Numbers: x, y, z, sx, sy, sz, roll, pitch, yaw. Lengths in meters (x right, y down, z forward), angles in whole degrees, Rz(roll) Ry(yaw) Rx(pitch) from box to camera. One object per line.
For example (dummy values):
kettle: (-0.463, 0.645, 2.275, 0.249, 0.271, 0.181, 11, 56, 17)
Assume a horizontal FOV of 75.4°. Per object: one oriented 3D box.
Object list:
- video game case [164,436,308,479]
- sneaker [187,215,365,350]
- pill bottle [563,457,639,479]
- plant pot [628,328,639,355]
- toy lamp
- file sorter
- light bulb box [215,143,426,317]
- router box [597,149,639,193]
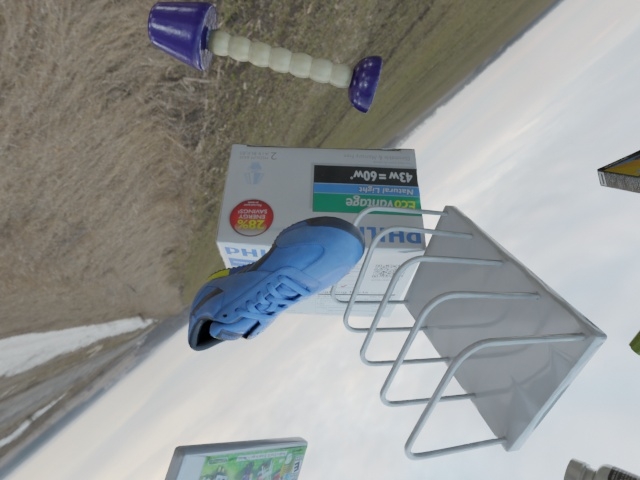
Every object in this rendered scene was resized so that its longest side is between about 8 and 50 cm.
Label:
video game case: (-0.114, 0.343, 0.503, 0.023, 0.212, 0.193, 10, -101, 41)
sneaker: (-0.047, 0.051, 0.372, 0.209, 0.069, 0.082, -27, -149, 34)
pill bottle: (0.875, 0.749, 1.166, 0.319, 0.176, 0.176, 7, -139, 46)
plant pot: (0.899, 0.277, 1.139, 0.083, 0.083, 0.079, -45, 162, -55)
toy lamp: (-0.066, -0.227, 0.509, 0.080, 0.275, 0.080, -166, -90, -83)
file sorter: (0.144, 0.096, 0.533, 0.277, 0.173, 0.192, -118, -142, -52)
light bulb box: (0.000, 0.000, 0.874, 0.361, 0.358, 0.225, 94, -2, -61)
router box: (0.697, -0.156, 0.845, 0.179, 0.046, 0.133, -25, -163, 1)
